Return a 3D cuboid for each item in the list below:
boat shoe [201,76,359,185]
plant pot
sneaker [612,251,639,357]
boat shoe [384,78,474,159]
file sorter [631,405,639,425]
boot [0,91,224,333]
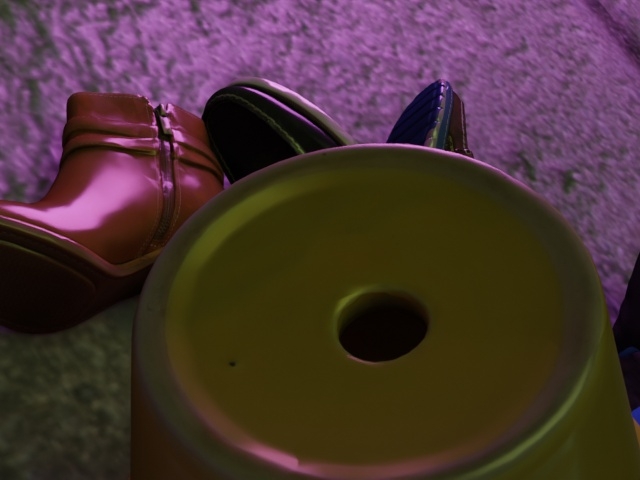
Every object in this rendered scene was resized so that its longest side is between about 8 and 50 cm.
[{"bbox_3d":[0.000,0.000,0.821,0.079,0.084,0.233,-24,74,-47],"label":"boat shoe"},{"bbox_3d":[0.027,0.102,0.559,0.254,0.239,0.254,-3,48,4],"label":"plant pot"},{"bbox_3d":[0.297,0.103,0.851,0.125,0.139,0.341,13,27,-26],"label":"sneaker"},{"bbox_3d":[0.077,-0.026,0.925,0.066,0.066,0.183,29,52,-21],"label":"boat shoe"},{"bbox_3d":[0.168,0.178,0.771,0.104,0.118,0.170,49,41,3],"label":"file sorter"},{"bbox_3d":[-0.129,-0.025,0.757,0.197,0.073,0.152,20,44,-39],"label":"boot"}]
